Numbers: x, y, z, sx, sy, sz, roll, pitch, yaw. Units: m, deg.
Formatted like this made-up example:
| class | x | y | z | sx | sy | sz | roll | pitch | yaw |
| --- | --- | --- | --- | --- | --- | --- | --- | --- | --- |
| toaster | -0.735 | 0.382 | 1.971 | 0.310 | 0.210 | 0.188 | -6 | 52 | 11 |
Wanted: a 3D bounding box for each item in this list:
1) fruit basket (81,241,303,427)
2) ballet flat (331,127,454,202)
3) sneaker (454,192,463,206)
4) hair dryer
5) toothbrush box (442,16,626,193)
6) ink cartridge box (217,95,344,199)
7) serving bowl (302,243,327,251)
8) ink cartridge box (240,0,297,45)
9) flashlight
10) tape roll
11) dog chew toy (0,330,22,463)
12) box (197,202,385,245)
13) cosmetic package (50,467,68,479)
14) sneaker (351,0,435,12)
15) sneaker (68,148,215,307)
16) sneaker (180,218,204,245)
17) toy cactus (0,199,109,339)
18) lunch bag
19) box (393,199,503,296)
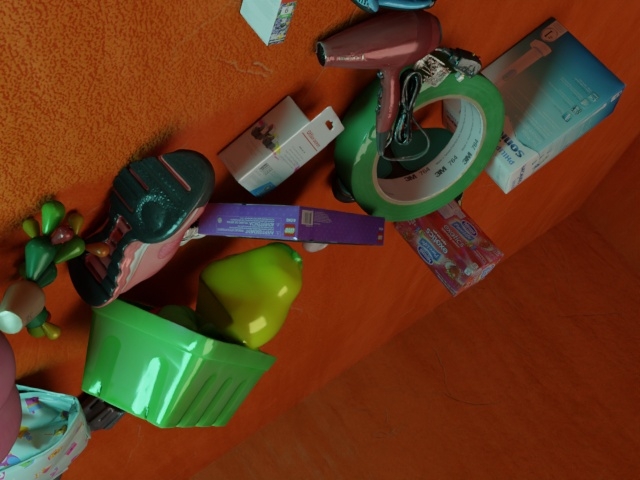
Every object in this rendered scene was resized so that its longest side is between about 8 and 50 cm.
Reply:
| class | x | y | z | sx | sy | sz | roll | pitch | yaw |
| --- | --- | --- | --- | --- | --- | --- | --- | --- | --- |
| fruit basket | -0.205 | 0.143 | 1.294 | 0.392 | 0.282 | 0.392 | -56 | 158 | -38 |
| ballet flat | 0.144 | -0.153 | 1.463 | 0.280 | 0.095 | 0.096 | -23 | 168 | -13 |
| sneaker | 0.380 | -0.078 | 2.019 | 0.084 | 0.097 | 0.235 | -35 | 161 | -10 |
| hair dryer | 0.114 | -0.241 | 1.092 | 0.293 | 0.080 | 0.224 | 23 | 106 | -37 |
| toothbrush box | 0.433 | -0.278 | 1.485 | 0.295 | 0.216 | 0.126 | -38 | 161 | -3 |
| ink cartridge box | -0.058 | -0.154 | 1.123 | 0.181 | 0.062 | 0.104 | -39 | 161 | 4 |
| serving bowl | 0.000 | 0.000 | 1.629 | 0.083 | 0.027 | 0.083 | -32 | 159 | -14 |
| ink cartridge box | -0.054 | -0.290 | 0.823 | 0.029 | 0.063 | 0.115 | -23 | 156 | -34 |
| flashlight | -0.544 | 0.443 | 1.562 | 0.304 | 0.103 | 0.103 | -42 | -173 | 9 |
| tape roll | 0.182 | -0.182 | 1.311 | 0.321 | 0.077 | 0.321 | -18 | 139 | -17 |
| dog chew toy | -0.493 | 0.185 | 0.933 | 0.206 | 0.206 | 0.332 | -20 | 146 | -42 |
| box | -0.041 | -0.026 | 1.247 | 0.293 | 0.200 | 0.057 | 4 | 90 | -58 |
| cosmetic package | -0.643 | 0.479 | 1.439 | 0.231 | 0.117 | 0.085 | -36 | 160 | -9 |
| sneaker | 0.119 | -0.342 | 0.899 | 0.340 | 0.140 | 0.125 | -23 | 154 | -40 |
| sneaker | -0.245 | -0.030 | 1.047 | 0.314 | 0.116 | 0.136 | -41 | 172 | 30 |
| sneaker | -0.215 | -0.019 | 1.197 | 0.083 | 0.032 | 0.037 | -32 | 160 | -18 |
| toy cactus | -0.365 | 0.062 | 0.939 | 0.219 | 0.112 | 0.180 | -59 | -167 | 26 |
| lunch bag | -0.553 | 0.373 | 1.299 | 0.262 | 0.160 | 0.223 | -22 | 155 | -24 |
| box | 0.331 | 0.000 | 1.866 | 0.128 | 0.257 | 0.123 | -25 | 155 | -34 |
